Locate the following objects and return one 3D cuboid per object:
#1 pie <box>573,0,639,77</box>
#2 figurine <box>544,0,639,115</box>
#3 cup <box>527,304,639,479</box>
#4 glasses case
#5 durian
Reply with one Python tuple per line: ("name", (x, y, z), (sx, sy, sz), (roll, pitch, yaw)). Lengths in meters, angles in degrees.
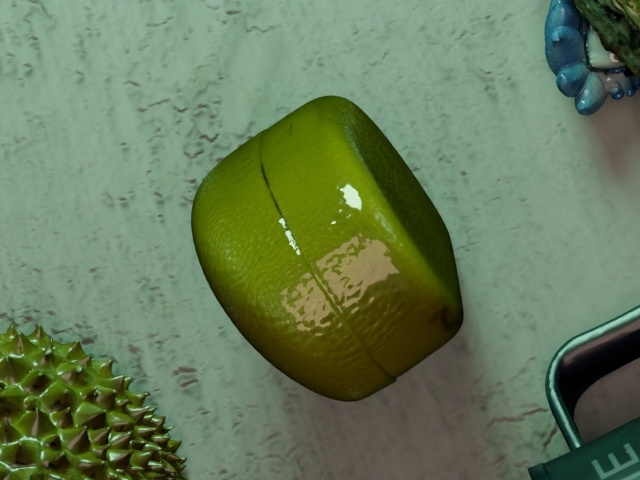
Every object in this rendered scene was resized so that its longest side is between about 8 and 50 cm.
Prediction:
("pie", (0.301, -0.266, 1.411), (0.288, 0.103, 0.354), (-34, 82, -9))
("figurine", (0.212, -0.160, 1.452), (0.114, 0.079, 0.114), (-4, 98, -27))
("cup", (0.330, 0.195, 1.401), (0.292, 0.308, 0.242), (-28, 121, 5))
("glasses case", (0.000, 0.000, 1.329), (0.141, 0.371, 0.173), (-34, 97, 7))
("durian", (-0.269, 0.171, 1.489), (0.306, 0.166, 0.172), (-18, 59, 0))
